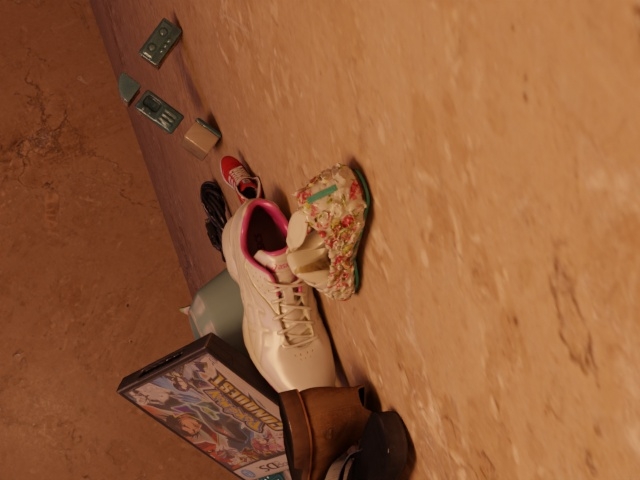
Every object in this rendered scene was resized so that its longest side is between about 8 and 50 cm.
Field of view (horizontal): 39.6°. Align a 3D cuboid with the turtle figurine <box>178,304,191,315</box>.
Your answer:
[{"bbox_3d":[-0.186,0.244,1.668,0.275,0.198,0.266,144,115,-84],"label":"turtle figurine"}]

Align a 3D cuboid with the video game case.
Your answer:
[{"bbox_3d":[-0.135,0.262,1.337,0.275,0.035,0.248,40,136,-21],"label":"video game case"}]

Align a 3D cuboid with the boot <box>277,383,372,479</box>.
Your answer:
[{"bbox_3d":[0.009,0.272,1.183,0.305,0.115,0.112,96,158,-61],"label":"boot"}]

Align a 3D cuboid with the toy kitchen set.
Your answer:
[{"bbox_3d":[-0.245,-0.274,1.598,0.207,0.166,0.122,36,172,-10],"label":"toy kitchen set"}]

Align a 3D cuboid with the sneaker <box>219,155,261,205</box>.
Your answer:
[{"bbox_3d":[-0.124,-0.095,1.386,0.118,0.042,0.067,58,167,19],"label":"sneaker"}]

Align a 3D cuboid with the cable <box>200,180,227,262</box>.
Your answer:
[{"bbox_3d":[-0.201,-0.035,1.804,0.184,0.047,0.150,-118,21,-44],"label":"cable"}]

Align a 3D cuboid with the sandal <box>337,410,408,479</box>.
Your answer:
[{"bbox_3d":[0.047,0.299,1.087,0.097,0.055,0.254,-113,26,-47],"label":"sandal"}]

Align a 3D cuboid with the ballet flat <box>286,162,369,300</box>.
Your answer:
[{"bbox_3d":[0.000,0.000,0.941,0.241,0.077,0.091,93,154,-59],"label":"ballet flat"}]

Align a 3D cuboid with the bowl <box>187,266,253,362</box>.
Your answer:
[{"bbox_3d":[-0.110,0.169,1.440,0.311,0.163,0.311,161,90,-76],"label":"bowl"}]

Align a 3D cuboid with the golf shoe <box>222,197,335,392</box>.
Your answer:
[{"bbox_3d":[-0.057,0.081,1.219,0.140,0.115,0.306,119,130,-68],"label":"golf shoe"}]

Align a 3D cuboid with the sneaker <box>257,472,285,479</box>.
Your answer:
[{"bbox_3d":[-0.052,0.383,1.539,0.092,0.088,0.228,85,-163,-56],"label":"sneaker"}]

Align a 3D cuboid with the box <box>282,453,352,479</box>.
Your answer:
[{"bbox_3d":[0.001,0.385,1.416,0.101,0.102,0.087,-160,54,-73],"label":"box"}]
